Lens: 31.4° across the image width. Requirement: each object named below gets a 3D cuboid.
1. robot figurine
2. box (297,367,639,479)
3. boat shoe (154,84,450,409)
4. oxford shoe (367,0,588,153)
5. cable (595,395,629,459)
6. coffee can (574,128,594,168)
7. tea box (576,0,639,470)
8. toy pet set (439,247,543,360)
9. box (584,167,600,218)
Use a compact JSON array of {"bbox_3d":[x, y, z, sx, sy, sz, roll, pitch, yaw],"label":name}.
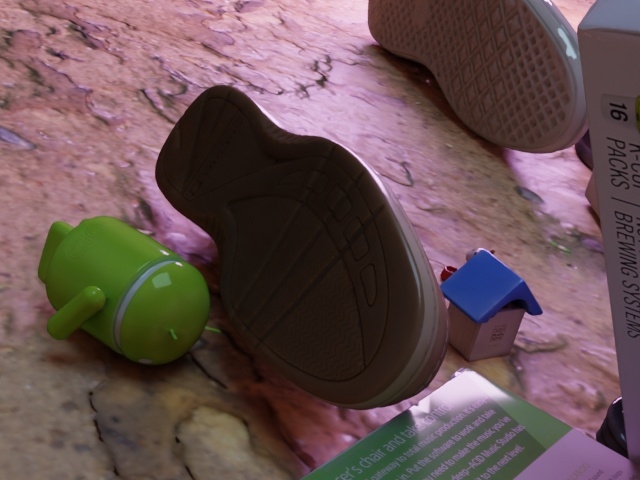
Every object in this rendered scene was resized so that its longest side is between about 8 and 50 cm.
[{"bbox_3d":[-0.113,0.029,0.668,0.115,0.067,0.101,29,17,26],"label":"robot figurine"},{"bbox_3d":[0.134,0.187,0.500,0.322,0.058,0.232,31,30,27],"label":"box"},{"bbox_3d":[0.000,0.000,0.721,0.110,0.122,0.341,34,10,-34],"label":"boat shoe"},{"bbox_3d":[0.186,-0.219,1.230,0.130,0.169,0.449,6,22,-22],"label":"oxford shoe"},{"bbox_3d":[0.314,0.144,0.718,0.287,0.072,0.139,-8,49,-17],"label":"cable"},{"bbox_3d":[0.397,-0.190,1.146,0.201,0.275,0.201,12,25,-6],"label":"coffee can"},{"bbox_3d":[0.318,0.006,0.500,0.323,0.329,0.220,18,52,36],"label":"tea box"},{"bbox_3d":[0.086,0.027,0.783,0.122,0.065,0.114,-5,32,-35],"label":"toy pet set"},{"bbox_3d":[0.337,-0.009,0.925,0.148,0.121,0.311,11,26,-11],"label":"box"}]
